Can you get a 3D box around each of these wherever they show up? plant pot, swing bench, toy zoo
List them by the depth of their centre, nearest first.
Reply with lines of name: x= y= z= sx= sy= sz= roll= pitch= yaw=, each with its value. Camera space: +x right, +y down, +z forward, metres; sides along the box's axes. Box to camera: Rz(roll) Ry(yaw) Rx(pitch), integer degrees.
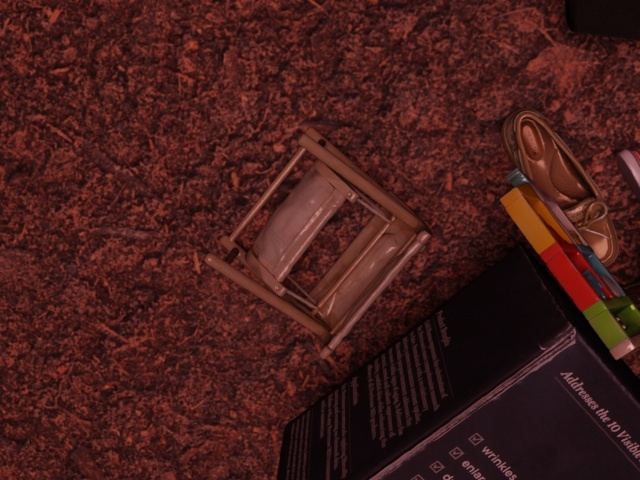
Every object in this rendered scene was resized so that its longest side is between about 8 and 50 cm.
toy zoo: x=0.342 y=0.022 z=1.036 sx=0.030 sy=0.192 sz=0.293 roll=-41 pitch=69 yaw=24
plant pot: x=0.432 y=-0.375 z=1.071 sx=0.187 sy=0.188 sz=0.167 roll=10 pitch=113 yaw=11
swing bench: x=0.000 y=0.000 z=1.205 sx=0.254 sy=0.165 sz=0.253 roll=39 pitch=102 yaw=-5

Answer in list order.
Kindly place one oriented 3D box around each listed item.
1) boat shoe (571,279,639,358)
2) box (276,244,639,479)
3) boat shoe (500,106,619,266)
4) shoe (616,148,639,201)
boat shoe: x=0.417 y=0.147 z=1.195 sx=0.307 sy=0.104 sz=0.111 roll=-29 pitch=94 yaw=12
box: x=0.265 y=0.357 z=1.062 sx=0.471 sy=0.297 sz=0.480 roll=-39 pitch=105 yaw=15
boat shoe: x=0.368 y=-0.073 z=1.173 sx=0.104 sy=0.089 sz=0.285 roll=-34 pitch=93 yaw=12
shoe: x=0.532 y=-0.081 z=1.166 sx=0.081 sy=0.063 sz=0.178 roll=-34 pitch=99 yaw=10
